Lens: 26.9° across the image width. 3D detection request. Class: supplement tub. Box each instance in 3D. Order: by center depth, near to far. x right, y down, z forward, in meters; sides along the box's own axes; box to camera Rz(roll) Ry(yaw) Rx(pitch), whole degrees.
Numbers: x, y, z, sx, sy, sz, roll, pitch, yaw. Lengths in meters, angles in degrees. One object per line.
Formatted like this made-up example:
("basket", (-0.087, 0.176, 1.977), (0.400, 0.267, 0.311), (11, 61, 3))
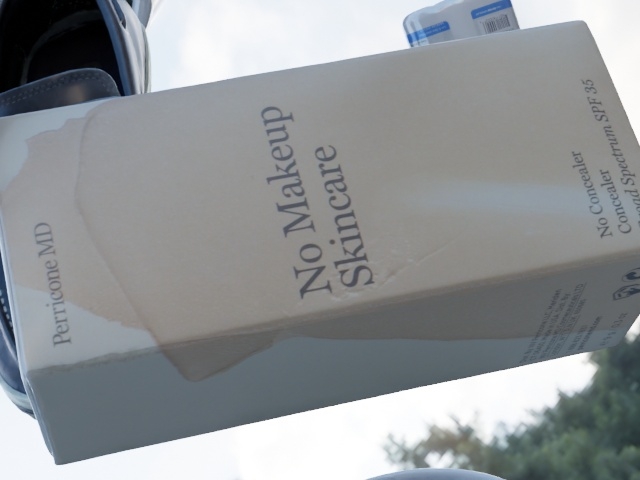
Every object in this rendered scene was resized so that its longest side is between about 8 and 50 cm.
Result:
("supplement tub", (0.099, -0.099, 0.833), (0.071, 0.071, 0.107), (-24, -82, -41))

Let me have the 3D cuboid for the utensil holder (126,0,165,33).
("utensil holder", (-0.303, -0.388, 1.596), (0.385, 0.328, 0.327), (-69, -6, -55))

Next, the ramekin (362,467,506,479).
("ramekin", (0.073, 0.261, 0.928), (0.207, 0.207, 0.109), (-30, -59, -35))

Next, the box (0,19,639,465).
("box", (0.000, 0.000, 0.680), (0.311, 0.148, 0.121), (-12, -27, -11))

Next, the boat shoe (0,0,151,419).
("boat shoe", (-0.227, -0.064, 1.173), (0.187, 0.500, 0.156), (-14, -41, 8))
